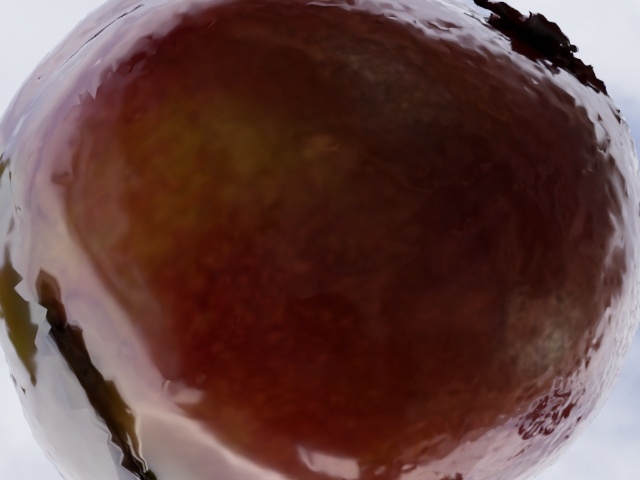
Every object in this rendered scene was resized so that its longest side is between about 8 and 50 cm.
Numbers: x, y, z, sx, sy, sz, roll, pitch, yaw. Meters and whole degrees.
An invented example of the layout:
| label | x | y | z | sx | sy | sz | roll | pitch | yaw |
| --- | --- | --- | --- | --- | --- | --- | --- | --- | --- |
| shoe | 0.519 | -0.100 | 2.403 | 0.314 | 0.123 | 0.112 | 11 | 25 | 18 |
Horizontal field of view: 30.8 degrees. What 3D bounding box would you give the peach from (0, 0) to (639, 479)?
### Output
| label | x | y | z | sx | sy | sz | roll | pitch | yaw |
| --- | --- | --- | --- | --- | --- | --- | --- | --- | --- |
| peach | 0.000 | 0.000 | 0.664 | 0.370 | 0.370 | 0.370 | 11 | -120 | -20 |
